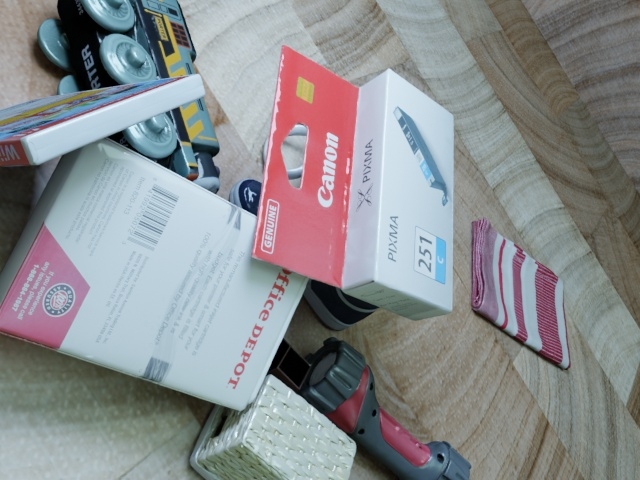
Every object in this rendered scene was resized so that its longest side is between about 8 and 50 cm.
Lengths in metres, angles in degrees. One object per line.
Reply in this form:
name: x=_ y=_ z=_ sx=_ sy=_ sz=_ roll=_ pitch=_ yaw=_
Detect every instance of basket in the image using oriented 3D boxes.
basket: x=-0.050 y=0.254 z=0.729 sx=0.167 sy=0.103 sz=0.113 roll=44 pitch=38 yaw=-17

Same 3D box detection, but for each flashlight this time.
flashlight: x=0.100 y=0.267 z=0.876 sx=0.304 sy=0.103 sz=0.103 roll=42 pitch=42 yaw=-17

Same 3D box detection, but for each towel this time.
towel: x=0.449 y=0.119 z=1.347 sx=0.328 sy=0.037 sz=0.237 roll=32 pitch=49 yaw=-27

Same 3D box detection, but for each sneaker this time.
sneaker: x=0.000 y=0.000 z=0.890 sx=0.282 sy=0.153 sz=0.099 roll=50 pitch=45 yaw=-10

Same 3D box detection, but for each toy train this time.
toy train: x=-0.234 y=-0.197 z=0.801 sx=0.190 sy=0.142 sz=0.334 roll=-5 pitch=71 yaw=-55

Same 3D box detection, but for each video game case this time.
video game case: x=-0.284 y=-0.115 z=0.603 sx=0.204 sy=0.285 sz=0.025 roll=-41 pitch=125 yaw=-48

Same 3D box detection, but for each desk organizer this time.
desk organizer: x=-0.077 y=0.147 z=0.810 sx=0.130 sy=0.050 sz=0.047 roll=47 pitch=43 yaw=-13

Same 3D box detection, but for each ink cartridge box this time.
ink cartridge box: x=-0.175 y=0.040 z=0.668 sx=0.282 sy=0.117 sz=0.207 roll=29 pitch=82 yaw=-31
ink cartridge box: x=0.058 y=-0.078 z=0.745 sx=0.261 sy=0.066 sz=0.297 roll=23 pitch=61 yaw=-34

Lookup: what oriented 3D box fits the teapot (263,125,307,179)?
teapot: x=0.067 y=-0.096 z=0.971 sx=0.187 sy=0.256 sz=0.253 roll=-46 pitch=115 yaw=-32
